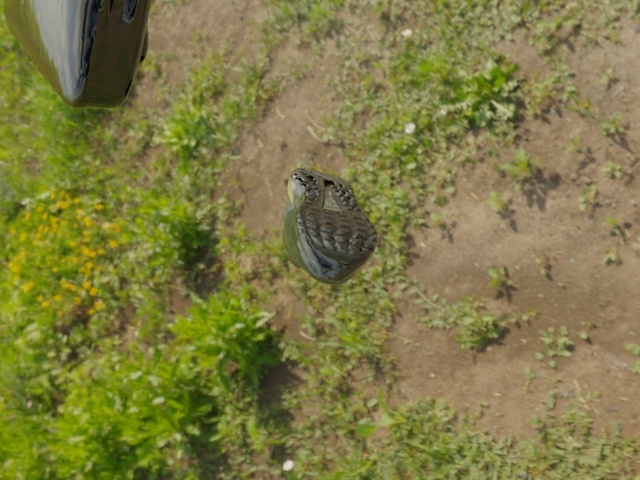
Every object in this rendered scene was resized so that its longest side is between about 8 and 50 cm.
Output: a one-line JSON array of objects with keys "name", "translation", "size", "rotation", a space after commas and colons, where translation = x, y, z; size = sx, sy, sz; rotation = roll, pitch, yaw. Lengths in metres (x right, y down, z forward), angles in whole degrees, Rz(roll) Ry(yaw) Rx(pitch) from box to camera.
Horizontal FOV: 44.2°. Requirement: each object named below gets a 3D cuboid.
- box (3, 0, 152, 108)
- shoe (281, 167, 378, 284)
[{"name": "box", "translation": [-0.171, -0.262, 0.569], "size": [0.290, 0.073, 0.288], "rotation": [41, 122, 51]}, {"name": "shoe", "translation": [0.000, 0.001, 0.704], "size": [0.194, 0.074, 0.077], "rotation": [-104, 30, -64]}]
